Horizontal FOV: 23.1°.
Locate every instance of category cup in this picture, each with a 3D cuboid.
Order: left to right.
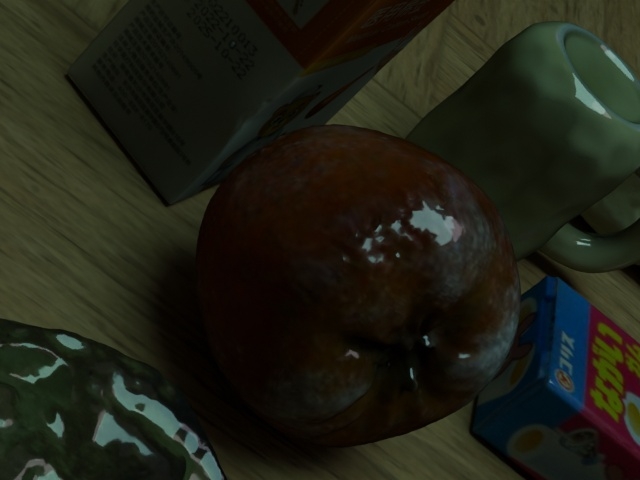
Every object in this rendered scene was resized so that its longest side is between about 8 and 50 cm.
[{"bbox_3d":[0.229,-0.064,1.500,0.255,0.202,0.173,48,32,-1],"label":"cup"}]

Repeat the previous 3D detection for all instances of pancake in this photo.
[{"bbox_3d":[-0.168,0.163,0.930,0.294,0.049,0.294,27,40,-26],"label":"pancake"}]

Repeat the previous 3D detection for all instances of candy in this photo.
[{"bbox_3d":[0.279,0.185,1.395,0.306,0.100,0.157,39,34,-16],"label":"candy"}]

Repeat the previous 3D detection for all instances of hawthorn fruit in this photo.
[{"bbox_3d":[0.008,0.029,1.136,0.263,0.231,0.235,19,-4,26],"label":"hawthorn fruit"}]

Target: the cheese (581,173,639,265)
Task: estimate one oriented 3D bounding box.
[{"bbox_3d":[0.387,-0.048,1.710,0.248,0.173,0.251,14,51,-44],"label":"cheese"}]

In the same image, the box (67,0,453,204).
[{"bbox_3d":[-0.006,-0.202,1.236,0.143,0.341,0.225,51,32,6],"label":"box"}]
